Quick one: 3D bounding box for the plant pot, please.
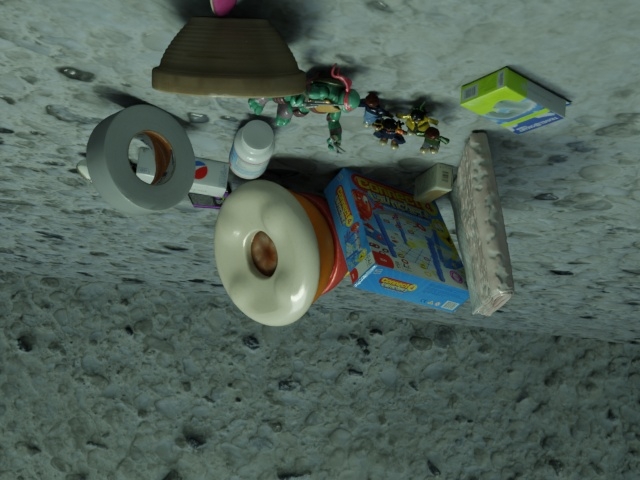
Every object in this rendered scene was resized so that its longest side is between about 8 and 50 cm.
[{"bbox_3d":[-0.138,-0.285,1.142,0.237,0.110,0.237,2,-164,-1],"label":"plant pot"}]

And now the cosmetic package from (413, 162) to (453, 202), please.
[{"bbox_3d":[0.259,-0.130,1.717,0.041,0.060,0.115,11,165,-17],"label":"cosmetic package"}]

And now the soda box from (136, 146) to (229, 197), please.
[{"bbox_3d":[-0.332,-0.162,1.800,0.216,0.069,0.074,10,164,-13],"label":"soda box"}]

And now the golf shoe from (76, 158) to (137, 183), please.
[{"bbox_3d":[-0.508,-0.173,1.858,0.186,0.068,0.086,15,135,-28],"label":"golf shoe"}]

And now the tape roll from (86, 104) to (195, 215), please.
[{"bbox_3d":[-0.364,-0.163,1.530,0.072,0.219,0.219,-8,159,42],"label":"tape roll"}]

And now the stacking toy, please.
[{"bbox_3d":[0.000,0.000,1.907,0.350,0.351,0.479,-10,-178,44],"label":"stacking toy"}]

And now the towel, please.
[{"bbox_3d":[0.336,-0.019,1.588,0.053,0.332,0.317,-8,165,0],"label":"towel"}]

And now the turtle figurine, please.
[{"bbox_3d":[-0.008,-0.237,1.332,0.234,0.118,0.175,13,157,41],"label":"turtle figurine"}]

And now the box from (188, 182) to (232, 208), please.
[{"bbox_3d":[-0.294,-0.121,2.005,0.115,0.029,0.162,5,166,1],"label":"box"}]

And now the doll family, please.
[{"bbox_3d":[0.150,-0.222,1.411,0.192,0.076,0.111,7,169,8],"label":"doll family"}]

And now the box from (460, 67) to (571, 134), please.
[{"bbox_3d":[0.347,-0.241,1.324,0.178,0.043,0.109,17,161,-33],"label":"box"}]

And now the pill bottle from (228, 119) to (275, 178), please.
[{"bbox_3d":[-0.144,-0.194,1.585,0.087,0.087,0.160,9,164,-11],"label":"pill bottle"}]

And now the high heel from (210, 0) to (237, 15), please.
[{"bbox_3d":[-0.089,-0.371,0.988,0.117,0.082,0.244,-1,161,-10],"label":"high heel"}]

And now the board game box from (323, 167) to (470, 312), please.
[{"bbox_3d":[0.183,0.000,1.760,0.308,0.302,0.086,16,131,-33],"label":"board game box"}]
